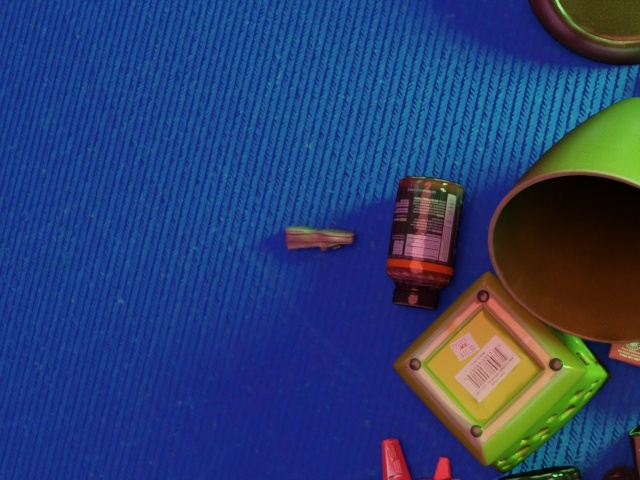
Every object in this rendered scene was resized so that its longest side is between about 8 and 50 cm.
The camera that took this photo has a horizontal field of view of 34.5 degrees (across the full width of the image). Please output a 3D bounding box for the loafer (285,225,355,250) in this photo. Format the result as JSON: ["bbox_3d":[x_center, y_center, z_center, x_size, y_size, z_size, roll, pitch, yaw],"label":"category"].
[{"bbox_3d":[0.000,0.000,1.683,0.125,0.045,0.039,6,101,27],"label":"loafer"}]

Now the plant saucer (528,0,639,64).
[{"bbox_3d":[0.445,-0.402,1.493,0.311,0.050,0.310,7,115,16],"label":"plant saucer"}]

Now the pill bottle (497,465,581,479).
[{"bbox_3d":[0.326,0.436,1.455,0.123,0.123,0.219,-13,79,18],"label":"pill bottle"}]

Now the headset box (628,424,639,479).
[{"bbox_3d":[0.492,0.379,1.338,0.131,0.246,0.283,-10,80,18],"label":"headset box"}]

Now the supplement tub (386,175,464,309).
[{"bbox_3d":[0.158,0.005,1.588,0.106,0.106,0.197,7,86,21],"label":"supplement tub"}]

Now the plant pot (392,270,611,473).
[{"bbox_3d":[0.252,0.184,1.474,0.228,0.207,0.227,-45,70,8],"label":"plant pot"}]

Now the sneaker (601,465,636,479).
[{"bbox_3d":[0.433,0.428,1.456,0.069,0.082,0.209,-13,59,28],"label":"sneaker"}]

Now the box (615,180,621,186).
[{"bbox_3d":[0.410,-0.078,1.553,0.083,0.018,0.067,8,85,21],"label":"box"}]

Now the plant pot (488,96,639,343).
[{"bbox_3d":[0.401,-0.062,1.384,0.275,0.274,0.293,13,44,21],"label":"plant pot"}]

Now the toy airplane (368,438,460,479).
[{"bbox_3d":[0.143,0.372,1.581,0.151,0.028,0.151,-2,83,19],"label":"toy airplane"}]

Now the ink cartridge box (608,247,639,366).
[{"bbox_3d":[0.496,0.101,1.467,0.127,0.072,0.175,16,88,22],"label":"ink cartridge box"}]
